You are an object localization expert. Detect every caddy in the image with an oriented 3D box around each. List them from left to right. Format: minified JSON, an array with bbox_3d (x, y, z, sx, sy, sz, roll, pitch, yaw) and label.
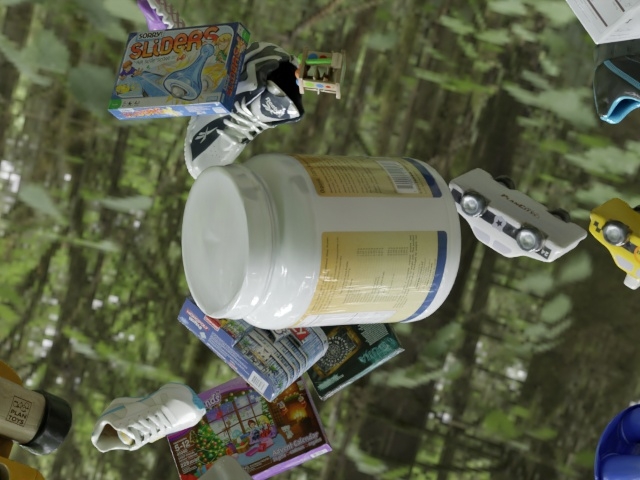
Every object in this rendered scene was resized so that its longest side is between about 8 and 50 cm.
[{"bbox_3d":[0.610,0.409,1.960,0.341,0.241,0.179,38,157,-5],"label":"caddy"}]

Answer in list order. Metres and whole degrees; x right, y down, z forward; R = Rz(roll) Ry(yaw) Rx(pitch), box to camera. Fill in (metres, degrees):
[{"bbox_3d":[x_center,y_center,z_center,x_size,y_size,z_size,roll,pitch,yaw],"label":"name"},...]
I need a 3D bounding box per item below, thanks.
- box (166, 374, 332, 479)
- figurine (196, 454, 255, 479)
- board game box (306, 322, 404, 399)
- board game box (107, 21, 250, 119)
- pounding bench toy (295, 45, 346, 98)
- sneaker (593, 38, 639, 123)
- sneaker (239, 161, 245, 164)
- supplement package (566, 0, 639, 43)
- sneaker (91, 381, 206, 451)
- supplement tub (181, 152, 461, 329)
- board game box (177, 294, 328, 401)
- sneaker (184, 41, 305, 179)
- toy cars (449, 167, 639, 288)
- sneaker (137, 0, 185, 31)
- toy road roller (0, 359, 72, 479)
[{"bbox_3d":[-0.149,0.372,2.349,0.057,0.293,0.200,62,-175,-63],"label":"box"},{"bbox_3d":[-0.059,0.343,1.196,0.209,0.215,0.092,40,-130,15],"label":"figurine"},{"bbox_3d":[0.051,0.199,2.249,0.026,0.186,0.126,28,-148,-61],"label":"board game box"},{"bbox_3d":[-0.209,-0.249,1.770,0.201,0.136,0.035,-1,156,29],"label":"board game box"},{"bbox_3d":[-0.001,-0.239,1.657,0.065,0.052,0.083,8,163,5],"label":"pounding bench toy"},{"bbox_3d":[0.602,-0.268,1.956,0.125,0.139,0.341,17,166,-42],"label":"sneaker"},{"bbox_3d":[-0.041,-0.029,2.557,0.150,0.135,0.366,-34,-92,-38],"label":"sneaker"},{"bbox_3d":[0.465,-0.419,1.771,0.262,0.145,0.204,-16,-110,-47],"label":"supplement package"},{"bbox_3d":[-0.286,0.304,2.012,0.229,0.087,0.092,-20,-159,36],"label":"sneaker"},{"bbox_3d":[0.000,0.000,1.576,0.316,0.228,0.228,0,-161,-31],"label":"supplement tub"},{"bbox_3d":[-0.082,0.120,1.847,0.194,0.060,0.194,40,-134,11],"label":"board game box"},{"bbox_3d":[-0.101,-0.184,1.758,0.094,0.235,0.153,42,168,-30],"label":"sneaker"},{"bbox_3d":[0.359,0.003,1.659,0.394,0.087,0.176,12,-149,-9],"label":"toy cars"},{"bbox_3d":[-0.270,-0.328,2.142,0.105,0.236,0.095,-26,-155,11],"label":"sneaker"},{"bbox_3d":[-0.541,0.329,1.775,0.241,0.329,0.202,0,156,40],"label":"toy road roller"}]
